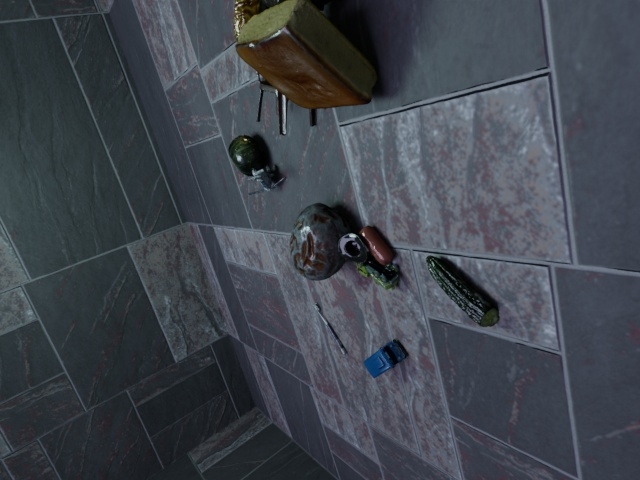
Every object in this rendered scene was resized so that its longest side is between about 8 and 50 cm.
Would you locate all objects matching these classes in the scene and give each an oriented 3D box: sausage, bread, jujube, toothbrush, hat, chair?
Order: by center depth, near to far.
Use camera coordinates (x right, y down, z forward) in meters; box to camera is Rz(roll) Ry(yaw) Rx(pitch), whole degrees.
[{"bbox_3d":[-0.044,-0.519,1.227,0.323,0.333,0.143,18,82,53],"label":"bread"},{"bbox_3d":[-0.230,-0.795,1.449,0.095,0.182,0.222,11,134,0],"label":"bread"},{"bbox_3d":[-0.132,-0.562,1.462,0.183,0.175,0.327,29,134,33],"label":"chair"},{"bbox_3d":[0.197,0.018,1.483,0.154,0.062,0.062,53,148,19],"label":"sausage"},{"bbox_3d":[0.125,0.026,1.509,0.121,0.050,0.121,14,117,30],"label":"hat"},{"bbox_3d":[-0.006,0.004,1.632,0.246,0.215,0.308,37,135,44],"label":"jujube"},{"bbox_3d":[0.046,0.425,2.050,0.288,0.024,0.026,58,135,13],"label":"toothbrush"}]

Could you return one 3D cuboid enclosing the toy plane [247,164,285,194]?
[{"bbox_3d":[-0.267,-0.273,1.844,0.181,0.273,0.107,-22,84,24],"label":"toy plane"}]

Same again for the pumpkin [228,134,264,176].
[{"bbox_3d":[-0.333,-0.386,1.918,0.190,0.146,0.190,41,171,8],"label":"pumpkin"}]

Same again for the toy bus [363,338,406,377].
[{"bbox_3d":[0.255,0.475,1.685,0.090,0.106,0.185,56,148,19],"label":"toy bus"}]

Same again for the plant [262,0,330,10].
[{"bbox_3d":[-0.047,-0.739,1.160,0.312,0.215,0.213,34,138,36],"label":"plant"}]

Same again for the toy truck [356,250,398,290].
[{"bbox_3d":[0.208,0.117,1.529,0.168,0.077,0.100,32,150,38],"label":"toy truck"}]

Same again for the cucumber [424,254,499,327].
[{"bbox_3d":[0.409,0.147,1.249,0.265,0.077,0.077,47,145,30],"label":"cucumber"}]
